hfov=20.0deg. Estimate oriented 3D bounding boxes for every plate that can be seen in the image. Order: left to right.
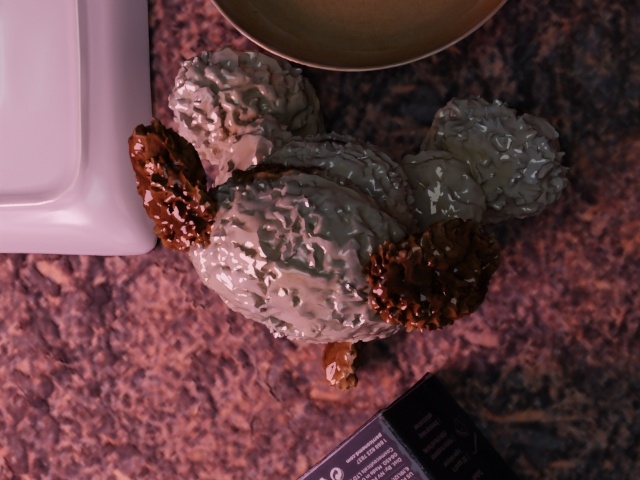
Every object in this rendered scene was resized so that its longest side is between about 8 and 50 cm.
[{"bbox_3d":[-0.253,-0.125,1.255,0.277,0.045,0.278,0,93,16],"label":"plate"}]

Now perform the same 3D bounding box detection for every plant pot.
[{"bbox_3d":[0.030,-0.216,1.152,0.236,0.032,0.236,-2,77,10],"label":"plant pot"}]

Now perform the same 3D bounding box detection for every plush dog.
[{"bbox_3d":[0.000,0.000,1.101,0.262,0.225,0.210,14,97,13],"label":"plush dog"}]

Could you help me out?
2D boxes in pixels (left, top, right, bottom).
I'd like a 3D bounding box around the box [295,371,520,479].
[{"bbox_3d":[0.070,0.181,1.132,0.093,0.156,0.158,-41,83,15],"label":"box"}]
